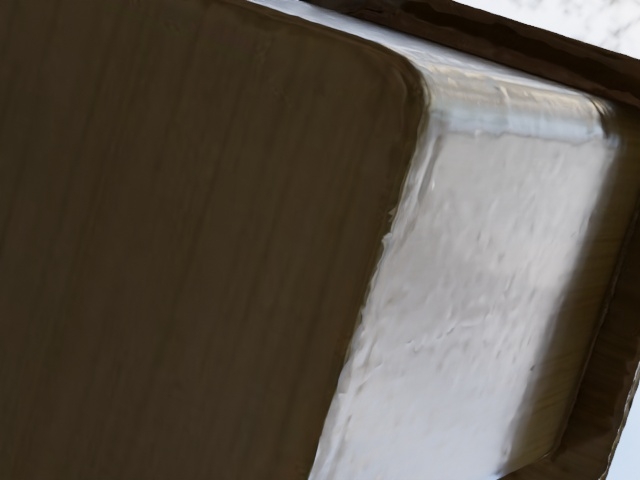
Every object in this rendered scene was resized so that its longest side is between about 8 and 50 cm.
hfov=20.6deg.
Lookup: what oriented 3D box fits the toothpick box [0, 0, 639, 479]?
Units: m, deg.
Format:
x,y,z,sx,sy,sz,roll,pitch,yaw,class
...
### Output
x,y,z,sx,sy,sz,roll,pitch,yaw,class
0.000,0.000,0.596,0.190,0.187,0.308,22,-171,21,toothpick box
